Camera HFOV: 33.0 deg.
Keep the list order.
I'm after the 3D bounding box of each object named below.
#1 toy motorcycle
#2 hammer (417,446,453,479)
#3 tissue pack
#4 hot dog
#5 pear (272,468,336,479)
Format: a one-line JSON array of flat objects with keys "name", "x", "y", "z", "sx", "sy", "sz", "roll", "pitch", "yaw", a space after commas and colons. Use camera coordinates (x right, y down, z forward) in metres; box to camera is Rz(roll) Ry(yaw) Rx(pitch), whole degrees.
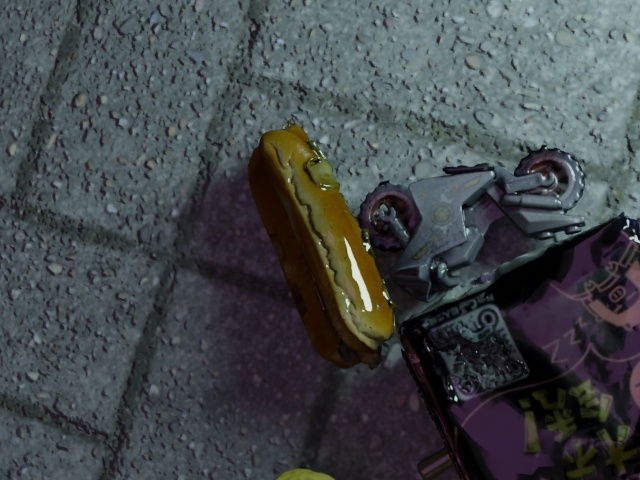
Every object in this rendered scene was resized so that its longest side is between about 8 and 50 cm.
[{"name": "toy motorcycle", "x": 0.143, "y": -0.013, "z": 1.009, "sx": 0.216, "sy": 0.080, "sz": 0.122, "roll": -13, "pitch": 78, "yaw": 13}, {"name": "hammer", "x": 0.175, "y": 0.164, "z": 1.011, "sx": 0.199, "sy": 0.013, "sz": 0.062, "roll": -33, "pitch": 76, "yaw": 8}, {"name": "tissue pack", "x": 0.233, "y": 0.169, "z": 0.932, "sx": 0.245, "sy": 0.123, "sz": 0.332, "roll": -27, "pitch": 80, "yaw": 15}, {"name": "hot dog", "x": 0.000, "y": 0.000, "z": 1.035, "sx": 0.072, "sy": 0.109, "sz": 0.269, "roll": -11, "pitch": 70, "yaw": -27}, {"name": "pear", "x": -0.010, "y": 0.291, "z": 0.967, "sx": 0.178, "sy": 0.178, "sz": 0.177, "roll": -2, "pitch": 82, "yaw": 15}]
